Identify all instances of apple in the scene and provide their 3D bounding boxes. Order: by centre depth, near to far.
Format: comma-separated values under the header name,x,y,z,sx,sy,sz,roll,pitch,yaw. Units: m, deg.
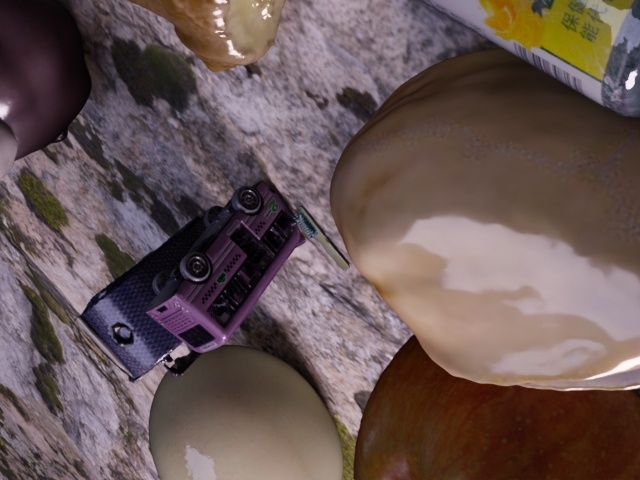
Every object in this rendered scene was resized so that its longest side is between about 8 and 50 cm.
name,x,y,z,sx,sy,sz,roll,pitch,yaw
apple,0.159,0.223,1.030,0.309,0.250,0.277,47,150,10

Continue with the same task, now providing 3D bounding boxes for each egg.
name,x,y,z,sx,sy,sz,roll,pitch,yaw
egg,-0.091,0.251,1.419,0.269,0.219,0.219,54,150,-8

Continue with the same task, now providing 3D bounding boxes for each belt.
name,x,y,z,sx,sy,sz,roll,pitch,yaw
belt,-0.163,0.068,1.313,0.140,0.230,0.126,-37,96,29

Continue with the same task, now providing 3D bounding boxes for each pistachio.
name,x,y,z,sx,sy,sz,roll,pitch,yaw
pistachio,0.153,-0.012,0.811,0.321,0.229,0.238,18,98,35

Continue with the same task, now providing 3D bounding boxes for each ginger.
name,x,y,z,sx,sy,sz,roll,pitch,yaw
ginger,-0.133,-0.249,1.009,0.276,0.130,0.221,13,143,54

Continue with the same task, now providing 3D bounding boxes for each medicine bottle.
name,x,y,z,sx,sy,sz,roll,pitch,yaw
medicine bottle,0.111,-0.203,0.722,0.293,0.141,0.141,36,147,24

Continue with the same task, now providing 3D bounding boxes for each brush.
name,x,y,z,sx,sy,sz,roll,pitch,yaw
brush,0.000,0.000,1.224,0.083,0.013,0.016,50,148,-4

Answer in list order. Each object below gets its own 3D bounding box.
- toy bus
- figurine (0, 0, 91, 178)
name,x,y,z,sx,sy,sz,roll,pitch,yaw
toy bus,-0.097,0.027,1.221,0.098,0.178,0.087,42,147,-12
figurine,-0.424,-0.209,1.357,0.365,0.206,0.218,15,121,47
